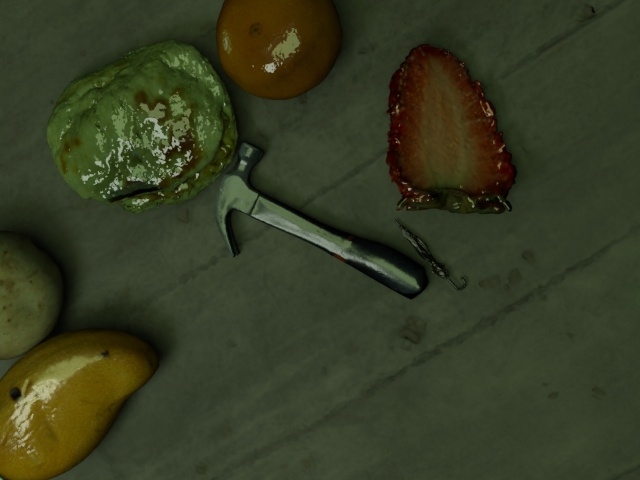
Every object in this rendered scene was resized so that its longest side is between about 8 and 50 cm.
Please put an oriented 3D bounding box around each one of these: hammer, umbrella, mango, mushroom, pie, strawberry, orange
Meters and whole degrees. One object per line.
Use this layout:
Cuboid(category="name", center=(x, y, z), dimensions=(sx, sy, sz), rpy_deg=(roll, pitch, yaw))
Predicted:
Cuboid(category="hammer", center=(0.000, 0.000, 1.518), dimensions=(0.289, 0.037, 0.137), rpy_deg=(27, 100, 5))
Cuboid(category="umbrella", center=(0.133, 0.020, 1.511), dimensions=(0.122, 0.013, 0.022), rpy_deg=(43, 89, 3))
Cuboid(category="mango", center=(-0.328, 0.203, 1.553), dimensions=(0.262, 0.109, 0.157), rpy_deg=(-40, 109, 2))
Cuboid(category="mushroom", center=(-0.411, 0.068, 1.547), dimensions=(0.166, 0.127, 0.166), rpy_deg=(-9, 112, -23))
Cuboid(category="pie", center=(-0.222, -0.134, 1.511), dimensions=(0.248, 0.090, 0.201), rpy_deg=(-23, 94, 15))
Cuboid(category="strawberry", center=(0.154, -0.122, 1.467), dimensions=(0.167, 0.087, 0.208), rpy_deg=(7, 72, -11))
Cuboid(category="orange", center=(-0.049, -0.246, 1.455), dimensions=(0.156, 0.124, 0.156), rpy_deg=(0, 89, 25))

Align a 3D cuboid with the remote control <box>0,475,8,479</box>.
Cuboid(category="remote control", center=(-0.491, 0.333, 1.629), dimensions=(0.344, 0.050, 0.145), rpy_deg=(43, 101, 3))
